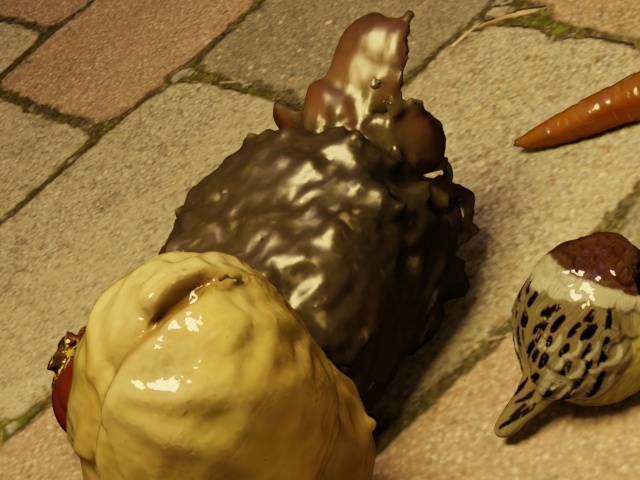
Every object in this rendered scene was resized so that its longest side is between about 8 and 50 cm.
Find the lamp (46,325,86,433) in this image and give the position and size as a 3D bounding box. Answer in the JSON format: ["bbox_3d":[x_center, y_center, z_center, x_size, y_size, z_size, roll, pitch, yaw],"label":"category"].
[{"bbox_3d":[-0.153,0.100,1.132,0.101,0.090,0.101,-63,5,9],"label":"lamp"}]

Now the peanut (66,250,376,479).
[{"bbox_3d":[-0.048,0.106,0.852,0.149,0.313,0.149,-4,72,11],"label":"peanut"}]

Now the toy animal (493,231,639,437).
[{"bbox_3d":[0.146,0.053,0.919,0.137,0.098,0.098,-33,30,0],"label":"toy animal"}]

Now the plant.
[{"bbox_3d":[0.000,0.000,1.038,0.178,0.204,0.234,4,52,30],"label":"plant"}]

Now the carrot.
[{"bbox_3d":[0.234,-0.104,1.124,0.216,0.048,0.048,-19,32,30],"label":"carrot"}]
